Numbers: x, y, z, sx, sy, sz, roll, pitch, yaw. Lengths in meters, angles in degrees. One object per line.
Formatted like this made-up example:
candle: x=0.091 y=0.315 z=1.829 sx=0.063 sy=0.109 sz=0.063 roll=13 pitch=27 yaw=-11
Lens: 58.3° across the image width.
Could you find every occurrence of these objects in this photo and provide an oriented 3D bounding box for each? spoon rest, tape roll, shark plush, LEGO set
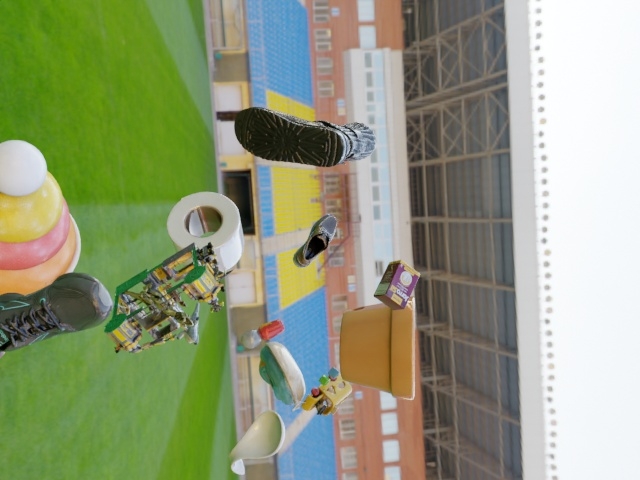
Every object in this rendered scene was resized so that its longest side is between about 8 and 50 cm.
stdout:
spoon rest: x=-0.205 y=0.644 z=1.800 sx=0.276 sy=0.084 sz=0.137 roll=-49 pitch=-135 yaw=25
tape roll: x=-0.392 y=-0.023 z=1.988 sx=0.169 sy=0.246 sz=0.246 roll=90 pitch=-7 yaw=-58
shark plush: x=-0.428 y=0.289 z=1.973 sx=0.067 sy=0.073 sz=0.161 roll=-48 pitch=-164 yaw=41
LEGO set: x=-0.356 y=0.171 z=1.432 sx=0.192 sy=0.331 sz=0.255 roll=58 pitch=-7 yaw=-30

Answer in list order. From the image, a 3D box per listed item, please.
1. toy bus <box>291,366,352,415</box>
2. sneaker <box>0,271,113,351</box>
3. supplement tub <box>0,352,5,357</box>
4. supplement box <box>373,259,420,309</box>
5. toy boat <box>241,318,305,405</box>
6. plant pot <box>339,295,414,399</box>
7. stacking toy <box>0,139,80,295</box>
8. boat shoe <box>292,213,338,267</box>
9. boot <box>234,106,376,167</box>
toy bus: x=0.020 y=0.549 z=1.979 sx=0.104 sy=0.202 sz=0.191 roll=41 pitch=-6 yaw=19
sneaker: x=-0.440 y=0.127 z=0.889 sx=0.101 sy=0.268 sz=0.106 roll=66 pitch=24 yaw=-18
supplement tub: x=-1.149 y=0.314 z=1.938 sx=0.106 sy=0.106 sz=0.197 roll=-108 pitch=-170 yaw=-63
supplement box: x=0.150 y=0.087 z=1.127 sx=0.043 sy=0.055 sz=0.083 roll=-17 pitch=-139 yaw=59
toy boat: x=-0.171 y=0.418 z=2.001 sx=0.267 sy=0.148 sz=0.318 roll=44 pitch=-27 yaw=55
plant pot: x=0.166 y=0.302 z=1.633 sx=0.291 sy=0.204 sz=0.290 roll=0 pitch=90 yaw=-81
stacking toy: x=-0.722 y=-0.086 z=1.360 sx=0.480 sy=0.351 sz=0.350 roll=-42 pitch=-132 yaw=48
boat shoe: x=0.000 y=0.000 z=1.558 sx=0.183 sy=0.066 sz=0.066 roll=-56 pitch=-164 yaw=-23
boot: x=-0.038 y=-0.288 z=1.601 sx=0.260 sy=0.348 sz=0.131 roll=-34 pitch=141 yaw=-62
